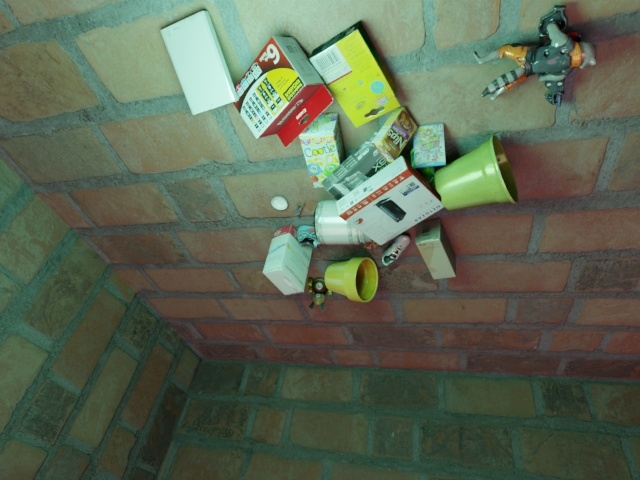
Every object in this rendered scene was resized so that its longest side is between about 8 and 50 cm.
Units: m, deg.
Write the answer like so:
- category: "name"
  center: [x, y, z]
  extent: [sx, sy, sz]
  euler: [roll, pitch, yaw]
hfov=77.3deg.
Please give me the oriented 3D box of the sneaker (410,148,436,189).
- category: "sneaker"
  center: [0.445, -0.264, 1.717]
  extent: [0.110, 0.123, 0.295]
  euler: [-11, 135, 25]

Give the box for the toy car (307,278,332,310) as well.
- category: "toy car"
  center: [-0.011, 0.347, 2.494]
  extent: [0.155, 0.188, 0.148]
  euler: [5, 140, 8]

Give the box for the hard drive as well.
- category: "hard drive"
  center: [-0.443, -0.642, 1.474]
  extent: [0.203, 0.040, 0.307]
  euler: [-9, 111, 24]

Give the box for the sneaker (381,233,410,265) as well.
- category: "sneaker"
  center: [0.404, 0.053, 2.127]
  extent: [0.085, 0.086, 0.237]
  euler: [23, 138, -9]

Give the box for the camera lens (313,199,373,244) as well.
- category: "camera lens"
  center: [0.115, -0.089, 1.931]
  extent: [0.275, 0.219, 0.219]
  euler: [0, 138, 15]

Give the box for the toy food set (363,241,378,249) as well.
- category: "toy food set"
  center: [0.273, 0.020, 2.172]
  extent: [0.084, 0.020, 0.082]
  euler: [13, 140, -1]

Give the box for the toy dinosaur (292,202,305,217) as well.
- category: "toy dinosaur"
  center: [-0.107, -0.147, 2.062]
  extent: [0.090, 0.047, 0.082]
  euler: [-12, 153, 12]

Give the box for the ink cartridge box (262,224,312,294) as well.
- category: "ink cartridge box"
  center: [-0.171, 0.104, 2.161]
  extent: [0.131, 0.306, 0.226]
  euler: [-15, 132, 28]

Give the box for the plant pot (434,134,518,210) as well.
- category: "plant pot"
  center: [0.607, -0.240, 1.594]
  extent: [0.254, 0.275, 0.276]
  euler: [-18, 131, 35]

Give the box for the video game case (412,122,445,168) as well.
- category: "video game case"
  center: [0.429, -0.373, 1.584]
  extent: [0.119, 0.166, 0.015]
  euler: [-4, 177, 18]

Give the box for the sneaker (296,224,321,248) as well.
- category: "sneaker"
  center: [0.000, 0.000, 2.137]
  extent: [0.262, 0.125, 0.104]
  euler: [4, 140, 10]

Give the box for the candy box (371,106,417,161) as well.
- category: "candy box"
  center: [0.287, -0.407, 1.544]
  extent: [0.109, 0.186, 0.053]
  euler: [43, 163, -32]

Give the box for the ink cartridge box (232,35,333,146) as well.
- category: "ink cartridge box"
  center: [-0.149, -0.525, 1.470]
  extent: [0.310, 0.130, 0.271]
  euler: [-35, 89, 41]

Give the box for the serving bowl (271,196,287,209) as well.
- category: "serving bowl"
  center: [-0.206, -0.195, 2.038]
  extent: [0.084, 0.027, 0.083]
  euler: [7, 139, 6]

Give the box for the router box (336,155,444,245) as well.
- category: "router box"
  center: [0.288, -0.149, 1.648]
  extent: [0.336, 0.082, 0.301]
  euler: [-35, 134, 28]

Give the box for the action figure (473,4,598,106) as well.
- category: "action figure"
  center: [0.706, -0.537, 1.300]
  extent: [0.331, 0.178, 0.341]
  euler: [-7, 135, 35]

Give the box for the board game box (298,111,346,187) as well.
- category: "board game box"
  center: [0.019, -0.374, 1.682]
  extent: [0.142, 0.144, 0.275]
  euler: [-1, 139, 15]

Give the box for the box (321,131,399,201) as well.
- category: "box"
  center: [0.193, -0.264, 1.683]
  extent: [0.307, 0.076, 0.242]
  euler: [-41, 134, 10]

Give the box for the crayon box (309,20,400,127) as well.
- category: "crayon box"
  center: [0.133, -0.587, 1.454]
  extent: [0.202, 0.081, 0.318]
  euler: [-17, 131, 31]

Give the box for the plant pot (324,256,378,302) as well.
- category: "plant pot"
  center: [0.165, 0.216, 2.276]
  extent: [0.239, 0.253, 0.254]
  euler: [1, 141, 38]

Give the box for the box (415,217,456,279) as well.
- category: "box"
  center: [0.589, 0.049, 2.031]
  extent: [0.121, 0.147, 0.311]
  euler: [-12, 133, 27]
